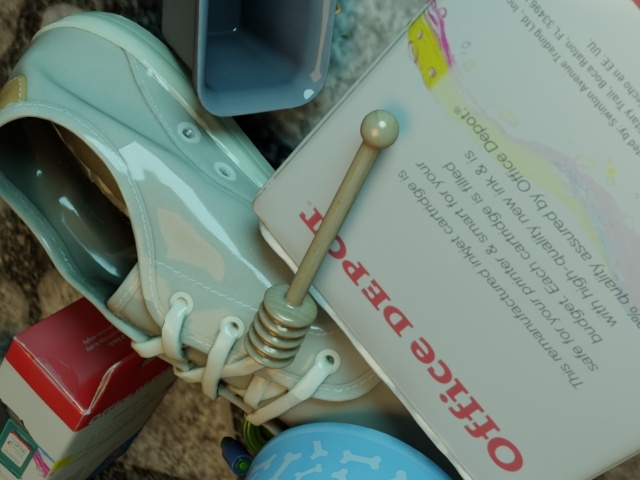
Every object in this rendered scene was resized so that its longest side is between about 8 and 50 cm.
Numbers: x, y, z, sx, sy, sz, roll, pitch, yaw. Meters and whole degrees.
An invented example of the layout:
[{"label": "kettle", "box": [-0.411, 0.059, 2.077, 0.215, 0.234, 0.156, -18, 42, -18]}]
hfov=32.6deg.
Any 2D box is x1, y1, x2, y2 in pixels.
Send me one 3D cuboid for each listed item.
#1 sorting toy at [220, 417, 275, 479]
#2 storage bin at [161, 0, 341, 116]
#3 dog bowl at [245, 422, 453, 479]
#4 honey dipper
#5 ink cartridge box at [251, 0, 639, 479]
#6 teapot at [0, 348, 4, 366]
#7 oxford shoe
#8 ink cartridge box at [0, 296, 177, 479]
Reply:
[{"label": "sorting toy", "box": [-0.043, 0.151, 0.805, 0.042, 0.061, 0.102, -143, 50, -61]}, {"label": "storage bin", "box": [-0.043, -0.155, 0.632, 0.091, 0.098, 0.135, 44, 137, 46]}, {"label": "dog bowl", "box": [0.043, 0.250, 0.630, 0.165, 0.074, 0.297, -22, 102, 36]}, {"label": "honey dipper", "box": [0.000, 0.000, 0.544, 0.030, 0.030, 0.161, 36, 127, 15]}, {"label": "ink cartridge box", "box": [0.141, -0.037, 0.523, 0.226, 0.131, 0.306, 51, 133, 5]}, {"label": "teapot", "box": [-0.326, 0.253, 0.971, 0.256, 0.187, 0.253, -28, 115, 15]}, {"label": "oxford shoe", "box": [-0.040, 0.050, 0.674, 0.449, 0.130, 0.169, 44, 138, -1]}, {"label": "ink cartridge box", "box": [-0.174, 0.108, 0.815, 0.078, 0.134, 0.231, 44, 129, 10]}]
